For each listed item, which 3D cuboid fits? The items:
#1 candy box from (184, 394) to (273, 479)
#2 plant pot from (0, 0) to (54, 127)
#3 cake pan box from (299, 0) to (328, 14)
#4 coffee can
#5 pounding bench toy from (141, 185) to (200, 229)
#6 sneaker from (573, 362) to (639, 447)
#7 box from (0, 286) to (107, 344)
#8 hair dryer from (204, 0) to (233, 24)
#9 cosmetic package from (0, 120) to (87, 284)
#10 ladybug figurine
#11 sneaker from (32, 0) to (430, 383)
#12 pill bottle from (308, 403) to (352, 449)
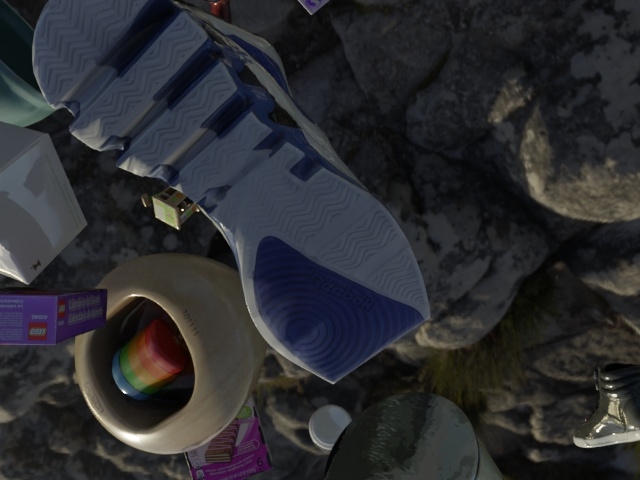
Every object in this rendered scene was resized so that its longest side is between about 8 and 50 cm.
[{"bbox_3d":[-0.203,0.365,1.336,0.159,0.233,0.071,-18,-179,-7],"label":"candy box"},{"bbox_3d":[-0.646,-0.319,1.251,0.196,0.293,0.293,-36,135,8],"label":"plant pot"},{"bbox_3d":[-0.094,-0.598,1.300,0.070,0.245,0.267,-34,142,20],"label":"cake pan box"},{"bbox_3d":[0.156,0.359,0.863,0.202,0.201,0.275,-21,122,21],"label":"coffee can"},{"bbox_3d":[-0.254,-0.072,1.134,0.083,0.065,0.052,27,142,17],"label":"pounding bench toy"},{"bbox_3d":[0.573,0.321,1.302,0.105,0.146,0.295,-7,158,-10],"label":"sneaker"},{"bbox_3d":[-0.428,0.084,0.796,0.293,0.057,0.201,1,179,-3],"label":"box"},{"bbox_3d":[-0.167,-0.361,1.034,0.080,0.293,0.223,12,176,-8],"label":"hair dryer"},{"bbox_3d":[-0.580,-0.089,1.045,0.366,0.155,0.197,16,138,18],"label":"cosmetic package"},{"bbox_3d":[-0.238,0.176,1.073,0.449,0.305,0.162,-33,174,38],"label":"ladybug figurine"},{"bbox_3d":[-0.040,-0.064,0.491,0.127,0.182,0.315,-34,110,18],"label":"sneaker"},{"bbox_3d":[0.018,0.335,1.191,0.078,0.078,0.137,-3,160,-1],"label":"pill bottle"}]
